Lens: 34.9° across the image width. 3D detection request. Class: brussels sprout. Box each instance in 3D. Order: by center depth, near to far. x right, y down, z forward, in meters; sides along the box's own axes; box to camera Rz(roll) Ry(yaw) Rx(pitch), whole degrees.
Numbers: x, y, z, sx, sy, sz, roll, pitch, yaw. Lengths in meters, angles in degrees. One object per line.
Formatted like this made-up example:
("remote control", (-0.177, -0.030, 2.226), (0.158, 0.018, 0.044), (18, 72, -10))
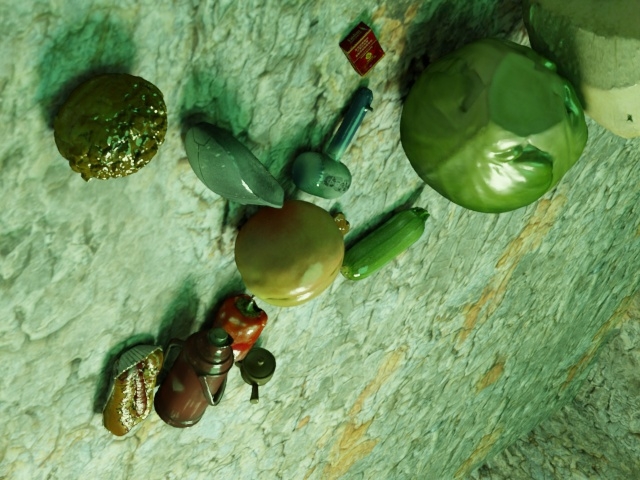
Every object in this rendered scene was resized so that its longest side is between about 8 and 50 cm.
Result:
("brussels sprout", (0.284, -0.191, 1.676), (0.281, 0.289, 0.354), (-42, 178, -9))

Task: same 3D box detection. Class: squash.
("squash", (0.124, 0.006, 1.965), (0.219, 0.068, 0.077), (-37, 149, -19))

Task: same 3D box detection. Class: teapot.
("teapot", (-0.131, 0.260, 1.929), (0.085, 0.110, 0.080), (10, 150, -7))

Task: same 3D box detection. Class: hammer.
("hammer", (0.032, -0.159, 1.639), (0.116, 0.069, 0.194), (14, 108, -58))

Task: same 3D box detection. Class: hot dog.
("hot dog", (-0.315, 0.252, 1.705), (0.108, 0.059, 0.191), (-27, 145, -42))

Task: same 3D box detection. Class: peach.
("peach", (-0.046, 0.019, 1.643), (0.184, 0.184, 0.184), (-33, 150, -23))

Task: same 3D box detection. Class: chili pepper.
("chili pepper", (-0.138, 0.137, 1.769), (0.192, 0.084, 0.086), (-60, 177, 29))

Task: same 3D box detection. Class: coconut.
("coconut", (0.553, -0.368, 1.734), (0.405, 0.404, 0.404), (-33, 150, -23))

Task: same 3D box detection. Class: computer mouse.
("computer mouse", (-0.128, -0.090, 1.454), (0.068, 0.113, 0.229), (-58, 150, -10))

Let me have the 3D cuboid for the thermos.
("thermos", (-0.211, 0.219, 1.723), (0.099, 0.124, 0.232), (-76, -168, -45))

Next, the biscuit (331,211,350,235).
("biscuit", (0.000, 0.000, 1.839), (0.130, 0.019, 0.119), (-31, 149, -28))

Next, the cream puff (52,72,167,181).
("cream puff", (-0.247, -0.136, 1.233), (0.144, 0.103, 0.126), (-41, 151, -22))

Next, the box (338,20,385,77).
("box", (0.064, -0.289, 1.543), (0.051, 0.023, 0.082), (-45, 152, 0))
